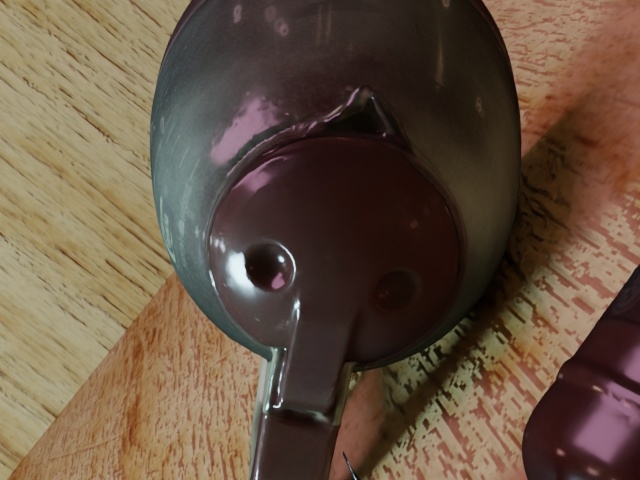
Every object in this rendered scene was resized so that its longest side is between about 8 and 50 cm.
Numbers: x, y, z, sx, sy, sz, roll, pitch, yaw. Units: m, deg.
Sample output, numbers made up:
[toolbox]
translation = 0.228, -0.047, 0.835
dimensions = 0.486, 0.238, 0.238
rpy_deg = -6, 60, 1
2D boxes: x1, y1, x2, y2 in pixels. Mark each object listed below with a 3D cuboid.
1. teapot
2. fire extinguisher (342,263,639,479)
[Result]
[teapot]
translation = 0.000, 0.000, 1.145
dimensions = 0.312, 0.233, 0.315
rpy_deg = -86, 6, -67
[fire extinguisher]
translation = 0.127, 0.018, 0.569
dimensions = 0.344, 0.138, 0.102
rpy_deg = -52, 5, -6
